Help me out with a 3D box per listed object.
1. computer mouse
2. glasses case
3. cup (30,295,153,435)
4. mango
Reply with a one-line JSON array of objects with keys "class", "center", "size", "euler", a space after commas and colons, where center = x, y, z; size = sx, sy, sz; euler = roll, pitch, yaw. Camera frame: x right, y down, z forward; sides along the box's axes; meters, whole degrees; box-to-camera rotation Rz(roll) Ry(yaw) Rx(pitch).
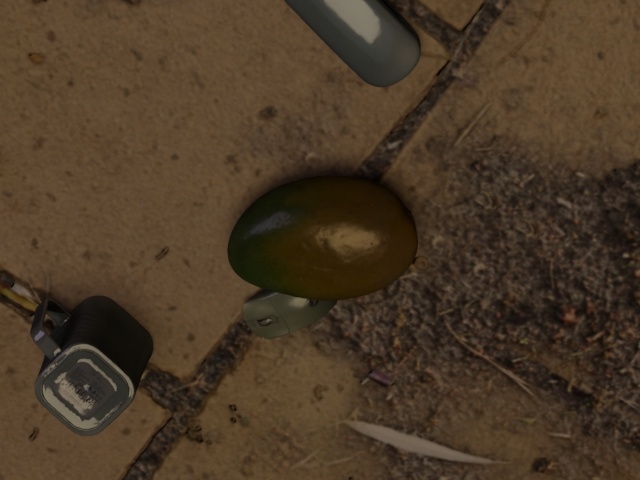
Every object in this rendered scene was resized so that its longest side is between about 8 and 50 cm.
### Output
[{"class": "computer mouse", "center": [-0.034, 0.070, 1.953], "size": [0.110, 0.032, 0.056], "euler": [-28, 110, 15]}, {"class": "glasses case", "center": [0.022, -0.221, 1.805], "size": [0.067, 0.045, 0.178], "euler": [-40, 106, 19]}, {"class": "cup", "center": [-0.243, 0.117, 1.938], "size": [0.095, 0.129, 0.128], "euler": [-42, 103, 13]}, {"class": "mango", "center": [0.000, 0.000, 1.891], "size": [0.194, 0.092, 0.130], "euler": [-14, 113, 18]}]
